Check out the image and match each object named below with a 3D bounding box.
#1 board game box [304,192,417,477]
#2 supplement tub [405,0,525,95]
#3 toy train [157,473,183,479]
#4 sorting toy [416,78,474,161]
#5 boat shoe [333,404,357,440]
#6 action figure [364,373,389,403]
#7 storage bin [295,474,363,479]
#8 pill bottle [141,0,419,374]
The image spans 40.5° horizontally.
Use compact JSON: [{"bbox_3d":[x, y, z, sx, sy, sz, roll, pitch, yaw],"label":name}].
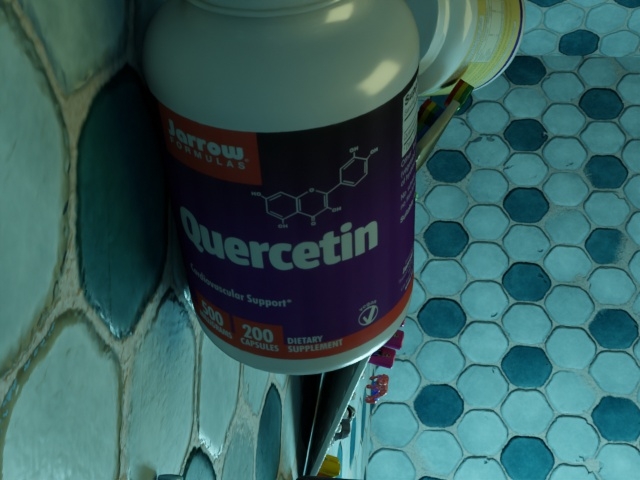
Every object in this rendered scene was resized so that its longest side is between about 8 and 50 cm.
[{"bbox_3d":[0.068,0.156,1.420,0.390,0.050,0.390,-76,-175,-52],"label":"board game box"},{"bbox_3d":[0.153,-0.340,1.324,0.331,0.241,0.241,-19,113,-58],"label":"supplement tub"},{"bbox_3d":[-0.107,0.250,0.597,0.125,0.046,0.166,57,36,-77],"label":"toy train"},{"bbox_3d":[0.126,-0.127,1.237,0.274,0.046,0.132,-50,172,-41],"label":"sorting toy"},{"bbox_3d":[0.036,0.336,1.622,0.206,0.065,0.075,2,91,-82],"label":"boat shoe"},{"bbox_3d":[0.089,0.233,1.369,0.115,0.030,0.038,116,-13,-67],"label":"action figure"},{"bbox_3d":[0.017,0.451,1.309,0.084,0.122,0.180,-76,166,-56],"label":"storage bin"},{"bbox_3d":[-0.022,-0.067,0.613,0.181,0.181,0.323,-79,168,-47],"label":"pill bottle"}]
